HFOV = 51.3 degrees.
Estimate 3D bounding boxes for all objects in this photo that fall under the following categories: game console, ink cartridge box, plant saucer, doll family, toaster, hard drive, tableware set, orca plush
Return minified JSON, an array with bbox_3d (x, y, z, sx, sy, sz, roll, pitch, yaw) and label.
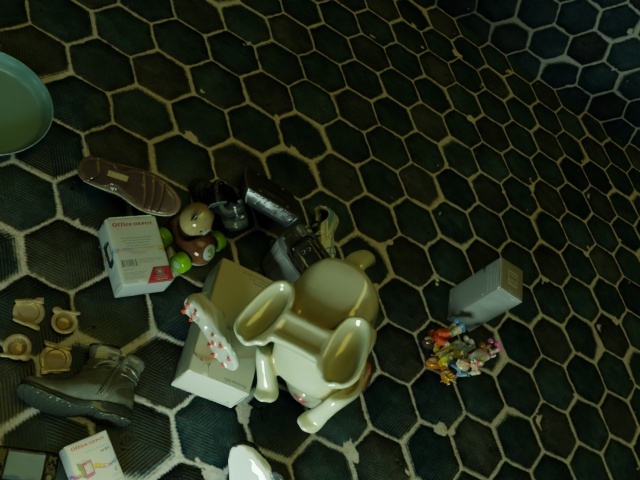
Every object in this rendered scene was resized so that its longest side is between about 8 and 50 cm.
[{"bbox_3d":[-0.554,0.438,1.247,0.122,0.071,0.107,18,54,-26],"label":"game console"},{"bbox_3d":[-0.439,0.035,1.579,0.127,0.072,0.175,-6,66,-37],"label":"ink cartridge box"},{"bbox_3d":[-0.802,-0.324,1.573,0.317,0.043,0.318,17,55,-26],"label":"plant saucer"},{"bbox_3d":[0.393,0.337,1.896,0.163,0.263,0.119,-26,112,-18],"label":"doll family"},{"bbox_3d":[-0.052,0.080,1.769,0.129,0.146,0.227,-30,81,-42],"label":"toaster"},{"bbox_3d":[-0.143,-0.119,1.813,0.172,0.054,0.255,31,13,-16],"label":"hard drive"},{"bbox_3d":[-0.452,0.453,1.323,0.088,0.052,0.123,-16,71,-40],"label":"ink cartridge box"},{"bbox_3d":[-0.588,0.199,1.409,0.141,0.020,0.169,17,54,-25],"label":"tableware set"},{"bbox_3d":[-0.106,0.563,1.464,0.287,0.151,0.102,51,16,7],"label":"orca plush"}]

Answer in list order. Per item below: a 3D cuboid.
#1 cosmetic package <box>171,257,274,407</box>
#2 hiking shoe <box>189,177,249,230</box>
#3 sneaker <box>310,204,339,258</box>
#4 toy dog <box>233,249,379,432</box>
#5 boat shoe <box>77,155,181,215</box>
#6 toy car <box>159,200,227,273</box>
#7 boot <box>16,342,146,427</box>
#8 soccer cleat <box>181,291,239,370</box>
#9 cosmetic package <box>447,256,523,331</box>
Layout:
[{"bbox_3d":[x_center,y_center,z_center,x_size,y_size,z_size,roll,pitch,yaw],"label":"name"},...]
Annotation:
[{"bbox_3d":[-0.224,0.217,1.589,0.160,0.113,0.310,26,50,-20],"label":"cosmetic package"},{"bbox_3d":[-0.261,-0.124,1.732,0.086,0.114,0.226,-27,49,-36],"label":"hiking shoe"},{"bbox_3d":[0.000,0.000,1.895,0.086,0.085,0.237,34,42,-28],"label":"sneaker"},{"bbox_3d":[-0.004,0.238,1.550,0.284,0.408,0.396,16,56,13],"label":"toy dog"},{"bbox_3d":[-0.462,-0.134,1.639,0.257,0.095,0.095,27,82,-5],"label":"boat shoe"},{"bbox_3d":[-0.296,-0.034,1.641,0.149,0.188,0.155,52,47,4],"label":"toy car"},{"bbox_3d":[-0.494,0.285,1.392,0.246,0.083,0.161,25,45,-28],"label":"boot"},{"bbox_3d":[-0.229,0.196,1.479,0.076,0.068,0.196,-27,76,-44],"label":"soccer cleat"},{"bbox_3d":[0.502,0.169,2.040,0.107,0.238,0.127,31,46,-18],"label":"cosmetic package"}]
